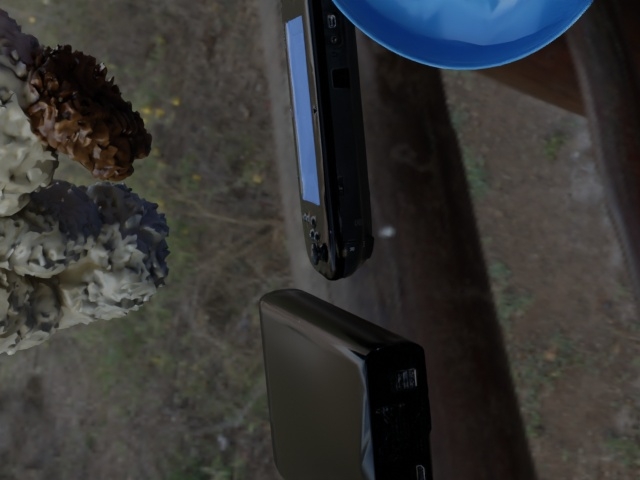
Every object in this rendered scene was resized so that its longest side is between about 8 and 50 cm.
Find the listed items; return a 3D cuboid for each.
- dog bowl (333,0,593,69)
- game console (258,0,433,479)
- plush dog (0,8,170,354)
[{"bbox_3d":[0.118,-0.218,0.576,0.166,0.074,0.297,44,121,-1],"label":"dog bowl"},{"bbox_3d":[0.000,0.000,0.732,0.213,0.044,0.361,-165,68,-70],"label":"game console"},{"bbox_3d":[-0.221,-0.037,0.681,0.210,0.262,0.225,-67,-6,-55],"label":"plush dog"}]
